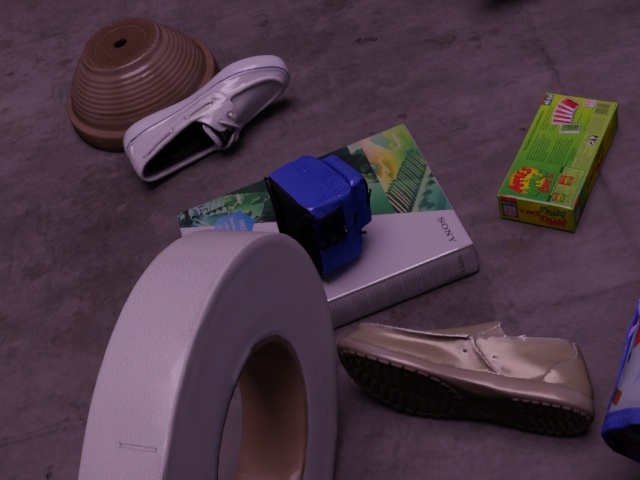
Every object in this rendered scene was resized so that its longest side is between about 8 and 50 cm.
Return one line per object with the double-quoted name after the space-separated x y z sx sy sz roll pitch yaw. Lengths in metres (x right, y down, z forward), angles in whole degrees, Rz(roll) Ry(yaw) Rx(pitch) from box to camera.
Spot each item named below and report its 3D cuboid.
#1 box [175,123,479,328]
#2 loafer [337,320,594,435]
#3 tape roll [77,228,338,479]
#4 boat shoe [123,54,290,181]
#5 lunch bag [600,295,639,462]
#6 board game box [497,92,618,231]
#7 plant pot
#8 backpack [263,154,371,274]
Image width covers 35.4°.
0.000 0.000 1.220 0.322 0.058 0.232 -21 48 -3 "box"
0.151 0.130 1.039 0.269 0.102 0.092 12 53 15 "loafer"
-0.076 0.182 0.864 0.072 0.392 0.392 3 52 20 "tape roll"
-0.148 -0.161 1.394 0.258 0.095 0.084 -32 52 4 "boat shoe"
0.445 0.061 0.787 0.386 0.239 0.327 5 60 43 "lunch bag"
0.291 -0.098 1.220 0.092 0.043 0.181 13 55 27 "board game box"
-0.278 -0.254 1.492 0.238 0.109 0.237 -9 48 10 "plant pot"
0.006 -0.025 1.123 0.101 0.120 0.098 -25 45 -17 "backpack"
